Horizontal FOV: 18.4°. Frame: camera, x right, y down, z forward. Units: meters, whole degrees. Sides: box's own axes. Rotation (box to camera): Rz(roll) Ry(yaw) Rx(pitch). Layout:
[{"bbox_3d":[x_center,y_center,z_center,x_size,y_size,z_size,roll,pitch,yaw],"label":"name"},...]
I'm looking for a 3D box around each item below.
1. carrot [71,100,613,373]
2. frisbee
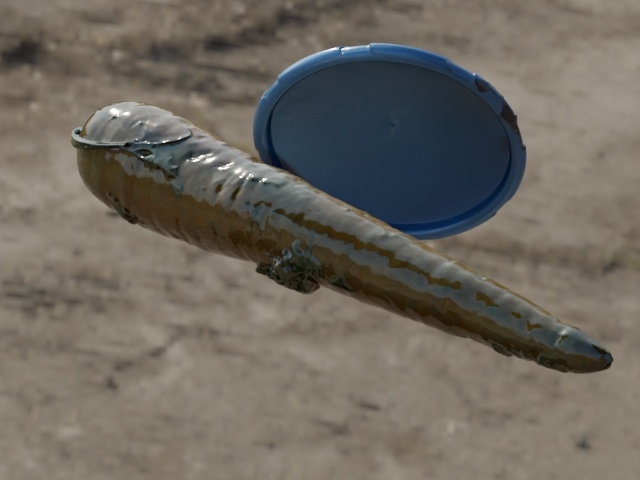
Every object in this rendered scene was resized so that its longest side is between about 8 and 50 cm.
[{"bbox_3d":[0.000,0.000,0.720,0.254,0.049,0.049,23,26,36],"label":"carrot"},{"bbox_3d":[0.061,-0.090,1.733,0.242,0.242,0.045,11,49,3],"label":"frisbee"}]
